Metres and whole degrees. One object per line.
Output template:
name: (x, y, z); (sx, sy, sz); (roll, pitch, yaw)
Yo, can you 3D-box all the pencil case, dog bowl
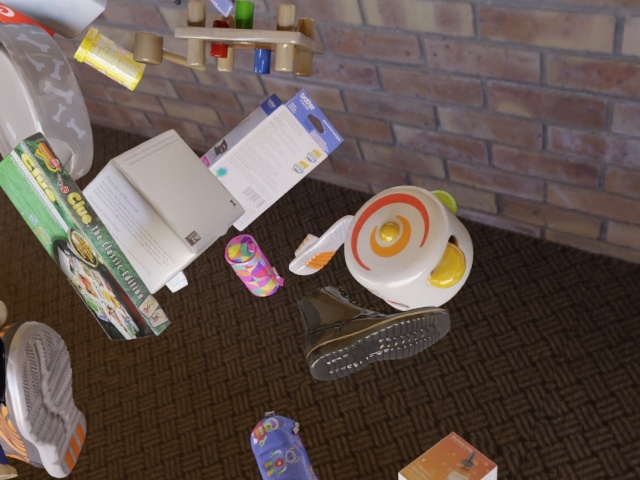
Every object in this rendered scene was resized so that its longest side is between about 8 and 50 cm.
pencil case: (-0.070, 0.559, 1.531); (0.133, 0.119, 0.306); (-35, 42, 0)
dog bowl: (-0.564, -0.258, 1.250); (0.102, 0.349, 0.348); (-26, 45, -35)
pencil case: (-0.186, 0.075, 1.807); (0.104, 0.236, 0.105); (-7, 62, 13)

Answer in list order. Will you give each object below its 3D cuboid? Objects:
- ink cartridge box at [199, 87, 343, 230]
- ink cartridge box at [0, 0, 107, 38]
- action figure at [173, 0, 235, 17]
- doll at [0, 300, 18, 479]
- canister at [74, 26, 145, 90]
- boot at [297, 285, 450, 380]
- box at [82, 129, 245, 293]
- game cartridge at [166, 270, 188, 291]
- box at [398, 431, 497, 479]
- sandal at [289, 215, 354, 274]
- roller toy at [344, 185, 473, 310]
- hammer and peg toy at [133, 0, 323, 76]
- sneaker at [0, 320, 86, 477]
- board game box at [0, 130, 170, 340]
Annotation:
ink cartridge box: (-0.118, -0.176, 1.359); (0.311, 0.186, 0.065); (-39, 46, 8)
ink cartridge box: (-0.627, -0.474, 1.216); (0.384, 0.308, 0.091); (-17, 60, 43)
action figure: (-0.288, -0.481, 1.150); (0.341, 0.330, 0.178); (47, 119, 4)
doll: (-0.346, 0.151, 0.662); (0.046, 0.129, 0.189); (-6, 71, -18)
canister: (-0.569, -0.494, 1.740); (0.073, 0.169, 0.126); (-48, 27, 24)
boot: (0.065, 0.098, 0.882); (0.197, 0.077, 0.137); (-15, 41, -5)
box: (-0.242, -0.049, 0.980); (0.119, 0.182, 0.181); (-37, 8, 28)
game cartridge: (-0.380, 0.089, 1.637); (0.056, 0.083, 0.017); (-28, 25, 9)
box: (0.272, 0.517, 1.361); (0.170, 0.091, 0.130); (-27, 36, -28)
sandal: (0.007, 0.004, 1.979); (0.265, 0.102, 0.076); (-42, 45, 15)
roller toy: (0.144, 0.014, 1.068); (0.191, 0.146, 0.209); (-26, 52, 24)
hammer and peg toy: (-0.190, -0.422, 1.338); (0.361, 0.128, 0.266); (6, 12, 11)
sneaker: (-0.435, 0.216, 0.856); (0.179, 0.321, 0.125); (11, 42, 1)
board game box: (-0.288, 0.007, 0.761); (0.136, 0.260, 0.030); (-12, 23, 50)
